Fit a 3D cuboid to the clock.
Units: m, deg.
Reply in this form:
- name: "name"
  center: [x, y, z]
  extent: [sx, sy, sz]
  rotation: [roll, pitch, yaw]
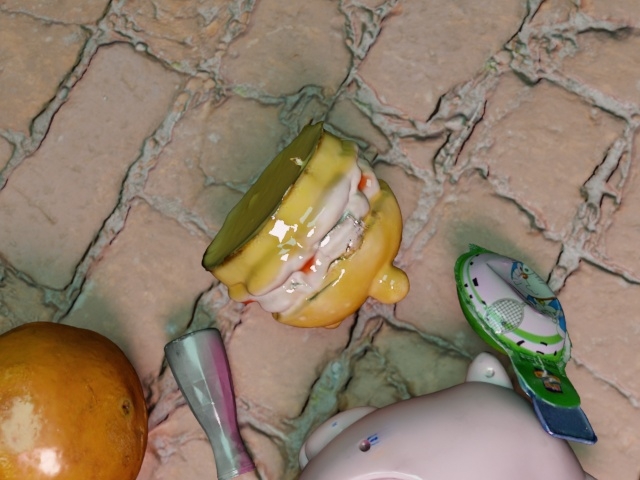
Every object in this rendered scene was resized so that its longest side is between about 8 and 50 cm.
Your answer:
- name: "clock"
  center: [0.149, 0.346, 0.928]
  extent: [0.376, 0.250, 0.368]
  rotation: [-38, 72, -3]

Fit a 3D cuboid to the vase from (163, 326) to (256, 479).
- name: "vase"
  center: [-0.155, 0.240, 1.091]
  extent: [0.086, 0.086, 0.214]
  rotation: [-22, 78, 2]

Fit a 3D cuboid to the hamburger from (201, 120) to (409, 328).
- name: "hamburger"
  center: [0.000, 0.000, 1.046]
  extent: [0.237, 0.276, 0.276]
  rotation: [39, 82, -15]

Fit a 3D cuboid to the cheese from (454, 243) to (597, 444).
- name: "cheese"
  center: [0.273, 0.124, 0.995]
  extent: [0.083, 0.204, 0.320]
  rotation: [-52, 35, 31]

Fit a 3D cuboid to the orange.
- name: "orange"
  center: [-0.358, 0.246, 1.009]
  extent: [0.226, 0.284, 0.284]
  rotation: [-16, 74, 11]
